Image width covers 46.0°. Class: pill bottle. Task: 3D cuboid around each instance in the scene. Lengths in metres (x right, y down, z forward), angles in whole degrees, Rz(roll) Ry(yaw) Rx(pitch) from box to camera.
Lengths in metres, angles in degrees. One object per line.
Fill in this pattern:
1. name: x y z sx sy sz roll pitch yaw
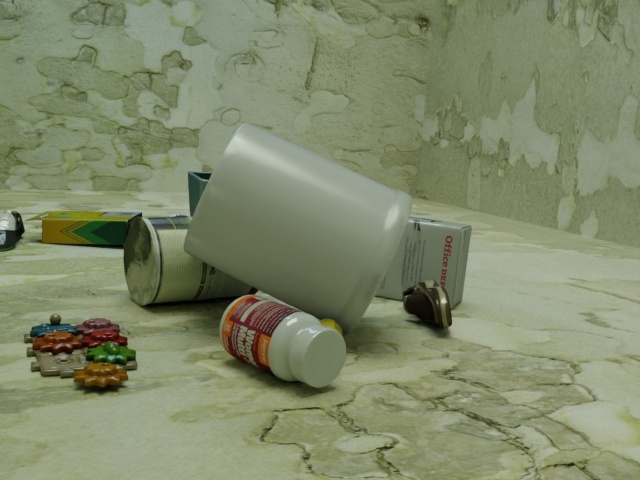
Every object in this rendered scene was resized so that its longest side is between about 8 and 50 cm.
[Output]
1. pill bottle: 0.012 0.187 1.448 0.065 0.065 0.116 5 10 1
2. pill bottle: -0.068 0.175 1.315 0.121 0.121 0.221 -4 13 -43

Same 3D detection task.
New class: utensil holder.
1. utensil holder: -0.048 -0.032 1.585 0.385 0.328 0.327 26 9 -3

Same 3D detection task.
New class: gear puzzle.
1. gear puzzle: -0.414 0.187 1.313 0.175 0.044 0.339 0 10 -25

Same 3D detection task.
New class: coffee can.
1. coffee can: -0.294 0.042 1.763 0.275 0.202 0.201 -2 11 -34

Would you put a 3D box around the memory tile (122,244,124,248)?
1. memory tile: -0.556 0.012 2.398 0.113 0.012 0.148 5 10 6

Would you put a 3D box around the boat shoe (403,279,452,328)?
1. boat shoe: 0.240 0.153 1.742 0.095 0.095 0.257 -9 3 1

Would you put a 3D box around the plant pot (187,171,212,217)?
1. plant pot: -0.271 -0.069 2.289 0.247 0.253 0.247 2 10 -19

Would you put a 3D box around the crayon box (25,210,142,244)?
1. crayon box: -0.748 -0.043 2.407 0.318 0.081 0.202 2 10 0

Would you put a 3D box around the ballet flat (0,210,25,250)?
1. ballet flat: -0.953 -0.040 2.270 0.095 0.096 0.280 3 10 -15

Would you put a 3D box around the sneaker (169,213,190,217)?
1. sneaker: -0.410 -0.028 2.473 0.104 0.095 0.236 24 14 37

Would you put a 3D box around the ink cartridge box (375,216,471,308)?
1. ink cartridge box: 0.233 0.046 1.966 0.289 0.211 0.121 10 9 23
